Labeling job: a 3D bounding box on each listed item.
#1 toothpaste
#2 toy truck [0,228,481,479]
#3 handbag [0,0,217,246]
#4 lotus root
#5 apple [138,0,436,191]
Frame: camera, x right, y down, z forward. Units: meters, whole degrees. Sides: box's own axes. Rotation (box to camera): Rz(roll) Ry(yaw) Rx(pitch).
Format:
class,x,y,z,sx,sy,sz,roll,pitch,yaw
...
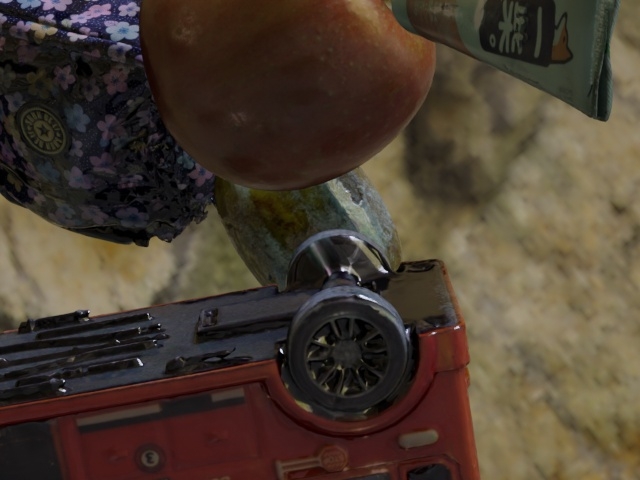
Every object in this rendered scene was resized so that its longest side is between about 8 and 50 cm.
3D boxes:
class,x,y,z,sx,sy,sz,roll,pitch,yaw
toothpaste,0.077,-0.092,0.773,0.036,0.205,0.056,-2,-77,-16
toy truck,-0.066,0.075,0.720,0.253,0.107,0.114,-11,-75,2
handbag,-0.179,-0.096,1.432,0.127,0.229,0.207,-51,-32,-44
lotus root,0.000,0.000,1.380,0.113,0.192,0.088,-35,-5,-6
apple,-0.021,-0.124,1.148,0.168,0.181,0.181,-29,-28,27
